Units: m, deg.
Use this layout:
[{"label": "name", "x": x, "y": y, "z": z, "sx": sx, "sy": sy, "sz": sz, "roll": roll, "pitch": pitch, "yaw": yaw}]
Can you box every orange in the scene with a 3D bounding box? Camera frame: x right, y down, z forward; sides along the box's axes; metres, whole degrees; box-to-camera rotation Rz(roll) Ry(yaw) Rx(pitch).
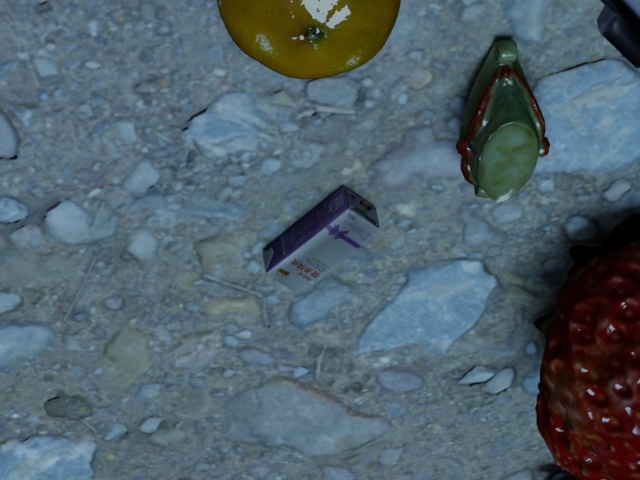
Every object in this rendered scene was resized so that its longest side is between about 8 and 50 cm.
[{"label": "orange", "x": -0.008, "y": -0.204, "z": 1.484, "sx": 0.156, "sy": 0.124, "sz": 0.156, "roll": -6, "pitch": 133, "yaw": -7}]

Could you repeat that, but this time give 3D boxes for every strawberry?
[{"label": "strawberry", "x": 0.350, "y": 0.158, "z": 1.756, "sx": 0.292, "sy": 0.310, "sz": 0.291, "roll": -5, "pitch": 138, "yaw": -5}]

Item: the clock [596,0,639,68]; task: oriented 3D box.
[{"label": "clock", "x": 0.229, "y": -0.260, "z": 1.425, "sx": 0.083, "sy": 0.186, "sz": 0.253, "roll": -32, "pitch": 129, "yaw": 27}]

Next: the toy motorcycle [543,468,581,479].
[{"label": "toy motorcycle", "x": 0.400, "y": 0.288, "z": 2.006, "sx": 0.275, "sy": 0.127, "sz": 0.205, "roll": 8, "pitch": 134, "yaw": -20}]

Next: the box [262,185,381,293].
[{"label": "box", "x": 0.000, "y": 0.000, "z": 1.739, "sx": 0.117, "sy": 0.036, "sz": 0.051, "roll": -36, "pitch": 128, "yaw": 26}]

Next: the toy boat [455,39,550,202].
[{"label": "toy boat", "x": 0.167, "y": -0.096, "z": 1.648, "sx": 0.089, "sy": 0.071, "sz": 0.185, "roll": -3, "pitch": 134, "yaw": -8}]
